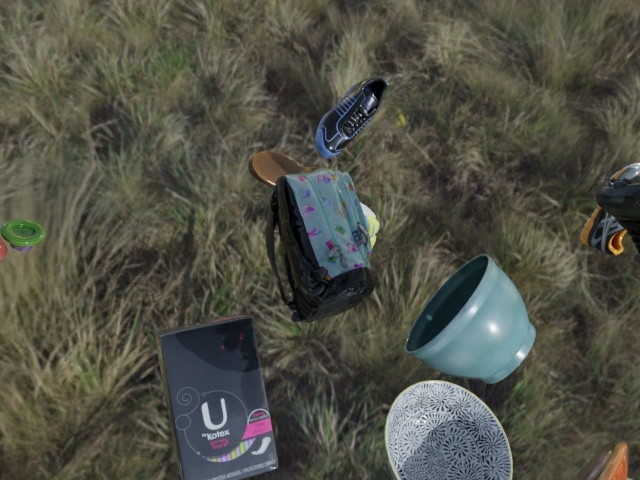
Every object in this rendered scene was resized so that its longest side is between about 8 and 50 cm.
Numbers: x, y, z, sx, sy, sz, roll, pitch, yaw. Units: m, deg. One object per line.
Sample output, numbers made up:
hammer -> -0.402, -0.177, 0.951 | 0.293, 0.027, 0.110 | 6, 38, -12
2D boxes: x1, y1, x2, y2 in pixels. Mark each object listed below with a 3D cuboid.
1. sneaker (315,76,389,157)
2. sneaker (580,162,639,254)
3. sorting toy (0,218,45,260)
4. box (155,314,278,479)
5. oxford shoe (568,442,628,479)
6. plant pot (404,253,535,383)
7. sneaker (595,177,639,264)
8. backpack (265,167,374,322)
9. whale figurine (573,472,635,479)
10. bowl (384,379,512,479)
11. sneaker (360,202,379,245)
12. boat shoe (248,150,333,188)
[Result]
sneaker -> 0.073, -0.286, 1.278 | 0.090, 0.081, 0.232 | -7, 47, 56
sneaker -> 0.626, -0.063, 1.178 | 0.084, 0.214, 0.083 | -18, 43, -25
sorting toy -> -0.400, 0.008, 0.707 | 0.061, 0.042, 0.102 | 34, 30, 15
box -> -0.191, 0.281, 1.016 | 0.165, 0.143, 0.270 | -10, 87, -21
oxford shoe -> 0.434, 0.483, 1.022 | 0.364, 0.129, 0.133 | -33, 31, -27
plant pot -> 0.364, 0.204, 1.306 | 0.196, 0.293, 0.293 | 39, 60, 1
sneaker -> 0.404, -0.009, 0.668 | 0.234, 0.106, 0.078 | 11, 0, -34
backpack -> 0.000, 0.000, 0.714 | 0.115, 0.152, 0.181 | -9, 72, -23
whale figurine -> 0.735, 0.650, 1.390 | 0.272, 0.141, 0.216 | -5, 69, -9
bowl -> 0.147, 0.272, 0.717 | 0.170, 0.080, 0.170 | 10, 52, -13
sneaker -> 0.054, 0.008, 1.149 | 0.091, 0.240, 0.126 | 31, 74, 21
boat shoe -> -0.059, -0.124, 1.142 | 0.207, 0.073, 0.073 | 14, 72, -33
